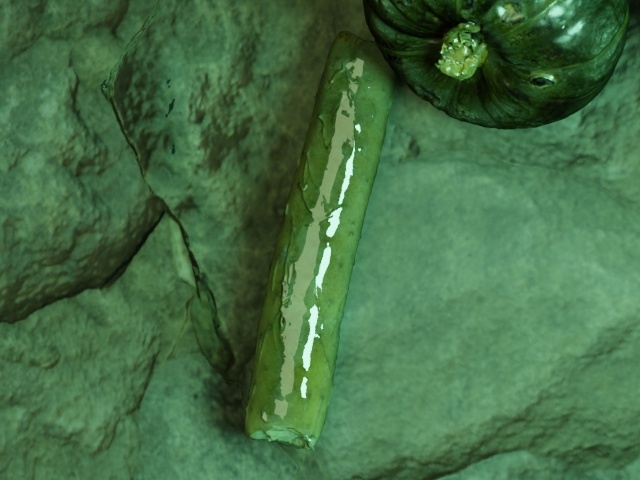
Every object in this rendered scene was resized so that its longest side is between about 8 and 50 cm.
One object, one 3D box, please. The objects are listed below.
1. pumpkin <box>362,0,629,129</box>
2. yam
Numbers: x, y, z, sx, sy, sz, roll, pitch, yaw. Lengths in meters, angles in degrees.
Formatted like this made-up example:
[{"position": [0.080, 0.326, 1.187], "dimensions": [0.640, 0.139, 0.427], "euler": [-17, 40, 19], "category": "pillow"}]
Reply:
[{"position": [0.135, -0.182, 1.121], "dimensions": [0.223, 0.224, 0.157], "euler": [16, 55, 27], "category": "pumpkin"}, {"position": [0.000, 0.000, 1.251], "dimensions": [0.083, 0.083, 0.372], "euler": [11, 89, 27], "category": "yam"}]
